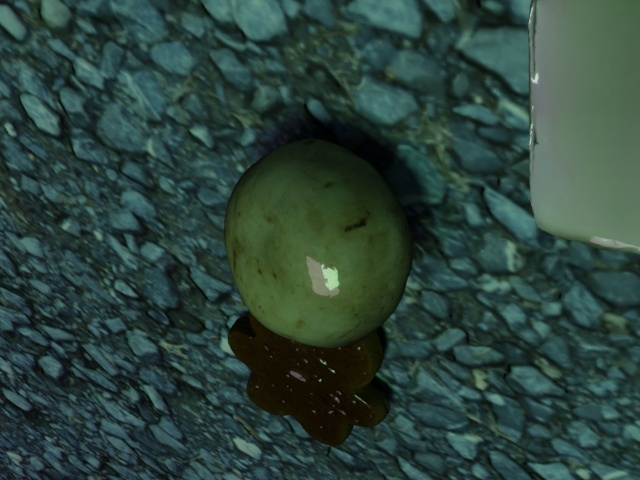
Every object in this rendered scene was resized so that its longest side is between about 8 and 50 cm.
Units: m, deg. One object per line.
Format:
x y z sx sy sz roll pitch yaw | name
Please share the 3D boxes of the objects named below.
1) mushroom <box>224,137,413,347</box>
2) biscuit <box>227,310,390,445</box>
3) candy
0.000 0.000 0.830 0.166 0.127 0.166 22 124 37 | mushroom
-0.009 0.115 1.047 0.180 0.039 0.236 30 145 13 | biscuit
0.188 -0.106 0.540 0.156 0.115 0.265 17 142 27 | candy
